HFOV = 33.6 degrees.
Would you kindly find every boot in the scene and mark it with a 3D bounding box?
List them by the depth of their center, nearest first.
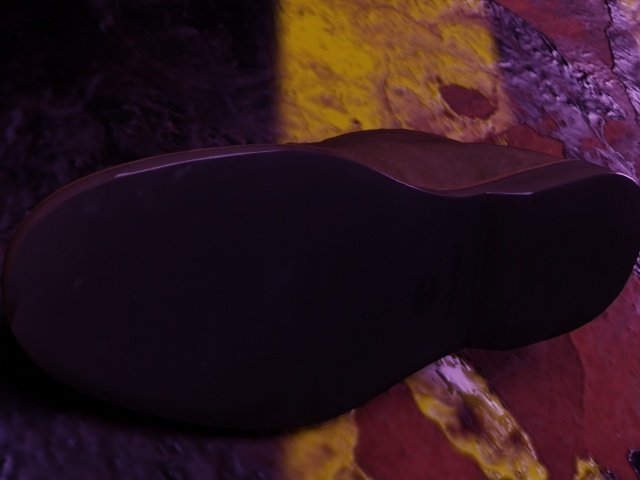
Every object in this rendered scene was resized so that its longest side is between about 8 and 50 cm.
[{"bbox_3d":[0.000,0.000,0.459,0.305,0.112,0.115,-5,25,-38],"label":"boot"}]
